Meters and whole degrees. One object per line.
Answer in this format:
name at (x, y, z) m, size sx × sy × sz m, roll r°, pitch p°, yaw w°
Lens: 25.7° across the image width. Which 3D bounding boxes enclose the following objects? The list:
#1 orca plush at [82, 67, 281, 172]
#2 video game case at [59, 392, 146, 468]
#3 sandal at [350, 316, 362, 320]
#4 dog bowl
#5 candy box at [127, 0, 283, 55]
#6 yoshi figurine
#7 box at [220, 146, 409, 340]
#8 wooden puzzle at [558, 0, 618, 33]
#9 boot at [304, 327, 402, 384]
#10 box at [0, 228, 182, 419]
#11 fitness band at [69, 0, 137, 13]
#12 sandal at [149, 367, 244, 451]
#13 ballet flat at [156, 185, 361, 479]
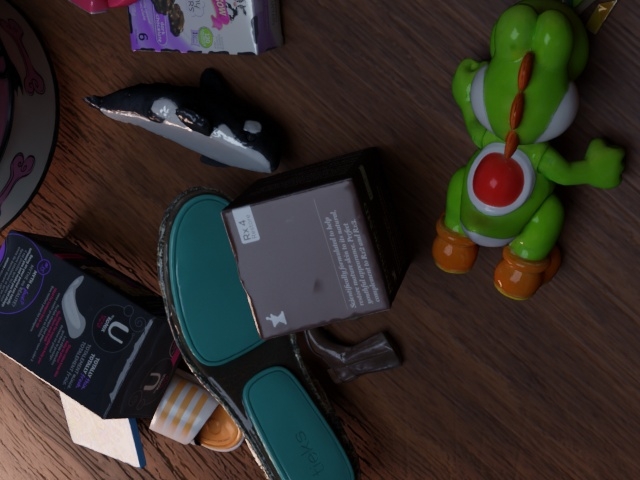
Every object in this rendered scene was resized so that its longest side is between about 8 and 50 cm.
orca plush at (-0.166, -0.176, 1.865) m, size 0.287 × 0.102 × 0.151 m, roll 14°, pitch 160°, yaw 36°
video game case at (-0.333, 0.272, 2.123) m, size 0.166 × 0.015 × 0.119 m, roll 11°, pitch 120°, yaw 42°
sandal at (-0.015, 0.047, 1.863) m, size 0.180 × 0.049 × 0.072 m, roll 37°, pitch 123°, yaw 13°
dog bowl at (-0.577, -0.181, 1.937) m, size 0.408 × 0.150 × 0.408 m, roll -1°, pitch 85°, yaw 14°
candy box at (-0.151, -0.325, 1.785) m, size 0.196 × 0.070 × 0.165 m, roll 6°, pitch 111°, yaw 29°
yoshi figurine at (0.236, -0.127, 1.613) m, size 0.203 × 0.203 × 0.362 m, roll -117°, pitch 25°, yaw -45°
box at (0.000, 0.000, 1.720) m, size 0.167 × 0.203 × 0.168 m, roll -14°, pitch 102°, yaw 13°
wooden puzzle at (0.289, -0.295, 1.579) m, size 0.116 × 0.014 × 0.078 m, roll 46°, pitch 124°, yaw 7°
boot at (0.045, 0.136, 1.870) m, size 0.114 × 0.037 × 0.106 m, roll -22°, pitch 110°, yaw 37°
box at (-0.336, 0.118, 1.979) m, size 0.270 × 0.143 × 0.165 m, roll 30°, pitch 96°, yaw 23°
fitness band at (-0.302, -0.412, 1.796) m, size 0.291 × 0.054 × 0.209 m, roll 36°, pitch 127°, yaw 42°
sandal at (-0.231, 0.234, 2.043) m, size 0.265 × 0.076 × 0.102 m, roll 31°, pitch 121°, yaw 16°
ballet flat at (-0.100, 0.158, 1.892) m, size 0.483 × 0.164 × 0.182 m, roll 64°, pitch 166°, yaw -7°
